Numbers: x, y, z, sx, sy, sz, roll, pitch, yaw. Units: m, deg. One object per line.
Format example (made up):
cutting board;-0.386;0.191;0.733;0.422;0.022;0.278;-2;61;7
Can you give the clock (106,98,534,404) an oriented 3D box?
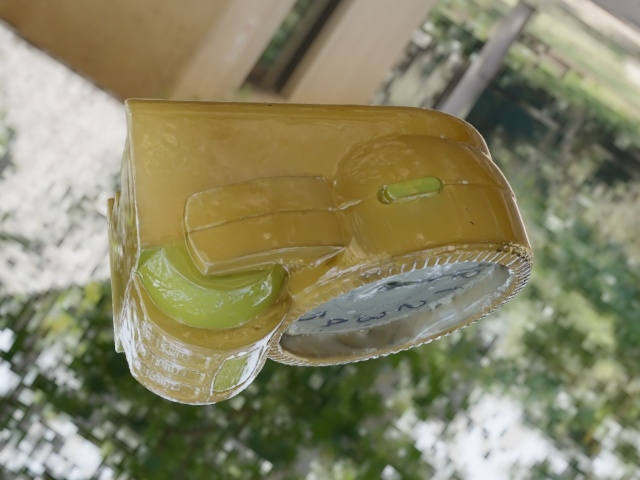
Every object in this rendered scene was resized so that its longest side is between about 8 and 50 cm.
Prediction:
clock;0.000;0.000;1.382;0.244;0.317;0.200;117;143;-67
